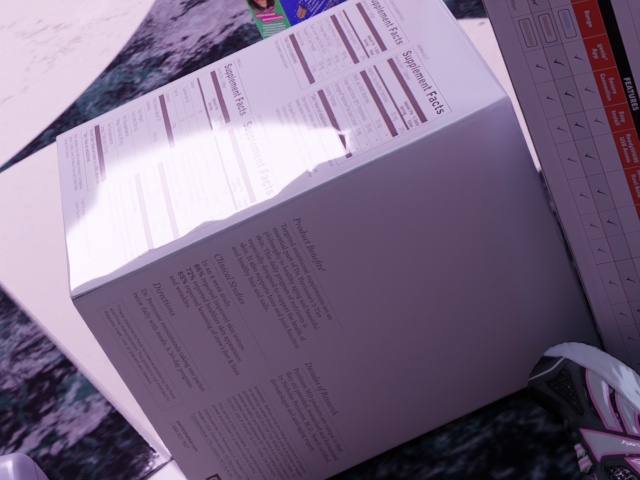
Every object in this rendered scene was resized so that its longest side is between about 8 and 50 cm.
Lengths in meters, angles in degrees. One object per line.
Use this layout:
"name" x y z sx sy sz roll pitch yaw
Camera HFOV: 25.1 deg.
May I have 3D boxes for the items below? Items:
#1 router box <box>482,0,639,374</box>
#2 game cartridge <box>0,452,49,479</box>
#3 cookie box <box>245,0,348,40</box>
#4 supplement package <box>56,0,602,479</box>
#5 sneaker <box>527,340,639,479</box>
"router box" 0.259 -0.079 0.718 0.301 0.335 0.082 -10 38 21
"game cartridge" -0.242 0.262 0.802 0.198 0.062 0.297 -17 47 20
"cookie box" -0.021 -0.214 1.275 0.040 0.107 0.092 0 42 35
"supplement package" 0.000 0.000 0.900 0.262 0.199 0.198 -25 34 3
"sneaker" 0.161 0.116 0.764 0.077 0.072 0.178 -45 32 -8
